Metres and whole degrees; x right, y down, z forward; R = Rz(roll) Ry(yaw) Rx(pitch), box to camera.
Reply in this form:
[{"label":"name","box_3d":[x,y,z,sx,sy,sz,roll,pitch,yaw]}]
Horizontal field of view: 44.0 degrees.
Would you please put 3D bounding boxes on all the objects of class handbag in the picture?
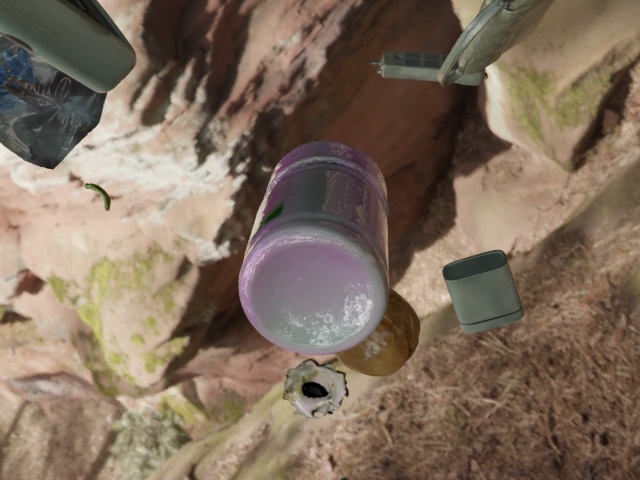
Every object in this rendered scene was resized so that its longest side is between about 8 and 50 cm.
[{"label":"handbag","box_3d":[0.269,-0.337,1.229,0.219,0.079,0.256,-40,-7,-10]}]

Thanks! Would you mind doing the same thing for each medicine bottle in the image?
[{"label":"medicine bottle","box_3d":[0.000,0.000,1.208,0.212,0.212,0.325,-34,22,20]}]

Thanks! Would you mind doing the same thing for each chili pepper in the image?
[{"label":"chili pepper","box_3d":[-0.434,-0.090,1.555,0.083,0.017,0.030,36,111,25]}]

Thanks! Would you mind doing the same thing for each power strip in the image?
[{"label":"power strip","box_3d":[0.205,-0.331,1.503,0.227,0.029,0.080,5,38,4]}]

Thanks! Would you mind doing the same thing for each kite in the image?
[{"label":"kite","box_3d":[-0.409,-0.194,0.936,0.015,0.310,0.169,117,170,-65]}]

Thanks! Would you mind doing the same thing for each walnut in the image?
[{"label":"walnut","box_3d":[0.104,0.184,1.708,0.222,0.195,0.195,40,91,20]}]

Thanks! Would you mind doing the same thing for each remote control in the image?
[{"label":"remote control","box_3d":[-0.244,-0.200,0.504,0.056,0.296,0.140,-45,61,8]}]

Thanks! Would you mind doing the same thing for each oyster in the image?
[{"label":"oyster","box_3d":[-0.004,0.292,1.594,0.072,0.133,0.209,-53,-14,-44]}]

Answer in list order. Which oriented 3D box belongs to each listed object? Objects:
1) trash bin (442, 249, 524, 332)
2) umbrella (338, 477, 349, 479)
[{"label":"trash bin","box_3d":[0.286,0.091,1.391,0.116,0.130,0.059,-18,34,12]},{"label":"umbrella","box_3d":[0.027,0.517,1.487,0.143,0.062,0.067,-66,9,-23]}]
